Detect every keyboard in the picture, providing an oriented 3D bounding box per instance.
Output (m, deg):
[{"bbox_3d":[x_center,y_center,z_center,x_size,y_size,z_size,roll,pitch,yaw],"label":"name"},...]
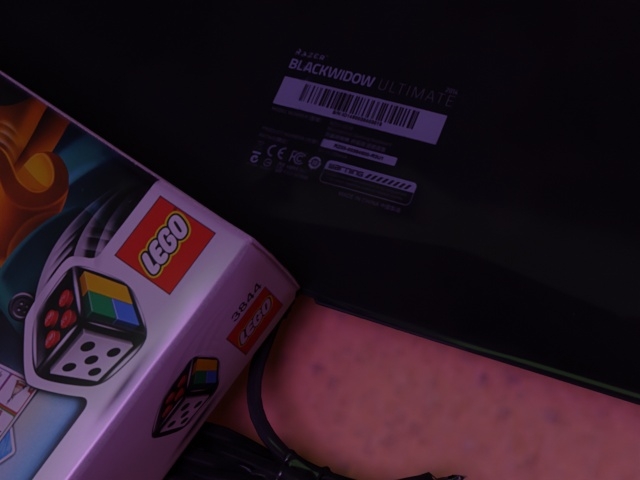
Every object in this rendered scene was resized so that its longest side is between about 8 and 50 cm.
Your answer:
[{"bbox_3d":[0.000,0.000,0.387,0.317,0.033,0.201,17,74,25],"label":"keyboard"}]

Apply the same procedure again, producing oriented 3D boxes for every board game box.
[{"bbox_3d":[-0.172,0.079,0.358,0.193,0.053,0.305,33,81,23],"label":"board game box"}]
